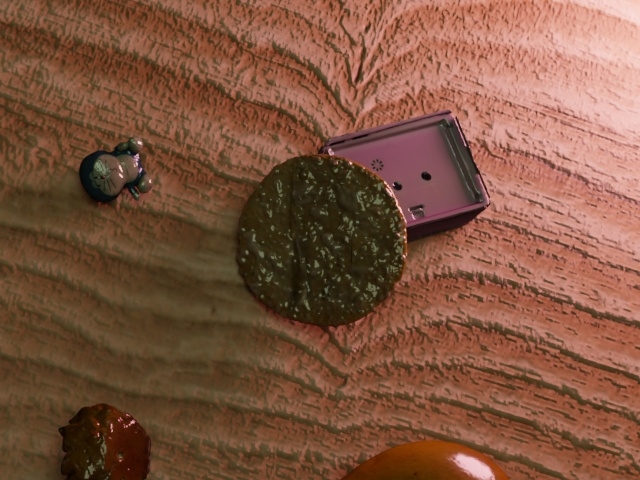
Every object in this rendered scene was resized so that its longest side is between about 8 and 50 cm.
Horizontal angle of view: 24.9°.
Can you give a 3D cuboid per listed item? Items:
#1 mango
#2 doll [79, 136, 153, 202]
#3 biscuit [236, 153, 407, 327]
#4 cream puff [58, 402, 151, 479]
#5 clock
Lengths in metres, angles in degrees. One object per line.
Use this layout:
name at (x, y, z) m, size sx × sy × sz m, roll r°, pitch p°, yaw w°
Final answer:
mango at (0.078, 0.349, 1.629) m, size 0.317 × 0.173 × 0.211 m, roll -20°, pitch 76°, yaw -15°
doll at (-0.250, -0.079, 1.758) m, size 0.083 × 0.050 × 0.076 m, roll -20°, pitch 95°, yaw -23°
biscuit at (0.000, 0.000, 1.759) m, size 0.220 × 0.033 × 0.219 m, roll -1°, pitch 84°, yaw 13°
cream puff at (-0.243, 0.239, 1.607) m, size 0.122 × 0.094 × 0.116 m, roll -17°, pitch 98°, yaw -51°
clock at (0.100, -0.075, 1.843) m, size 0.193 × 0.073 × 0.144 m, roll -15°, pitch 75°, yaw -21°
